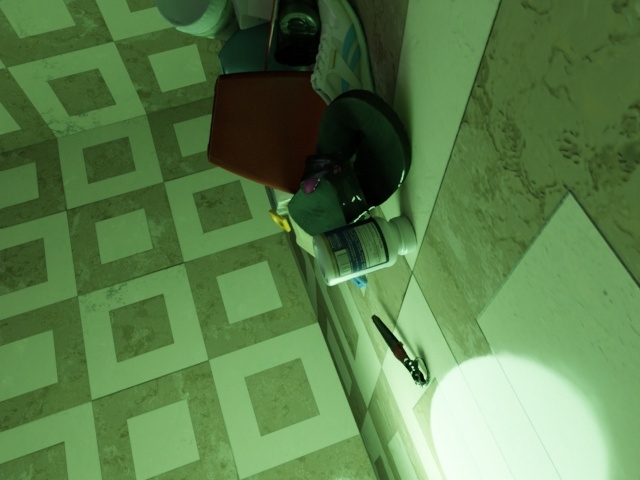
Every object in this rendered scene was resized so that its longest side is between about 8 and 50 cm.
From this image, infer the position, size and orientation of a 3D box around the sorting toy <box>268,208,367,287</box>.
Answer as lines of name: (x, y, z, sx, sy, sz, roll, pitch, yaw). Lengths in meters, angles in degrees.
sorting toy: (0.000, 0.000, 1.405, 0.347, 0.047, 0.196, 36, 164, 16)

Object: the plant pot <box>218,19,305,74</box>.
plant pot: (-0.169, -0.470, 1.409, 0.290, 0.195, 0.290, 162, 90, -82)

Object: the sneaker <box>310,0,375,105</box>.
sneaker: (0.028, -0.299, 0.857, 0.087, 0.092, 0.229, -135, 30, -75)

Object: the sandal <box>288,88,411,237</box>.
sandal: (0.029, -0.085, 0.904, 0.167, 0.107, 0.446, 36, 153, 3)

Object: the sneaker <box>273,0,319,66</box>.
sneaker: (-0.043, -0.453, 1.073, 0.267, 0.101, 0.106, 151, 121, -80)

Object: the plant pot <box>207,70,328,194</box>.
plant pot: (-0.129, -0.256, 1.153, 0.267, 0.236, 0.267, -134, 52, -70)

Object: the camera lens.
camera lens: (-0.291, -0.672, 1.402, 0.274, 0.219, 0.219, -27, -78, -61)

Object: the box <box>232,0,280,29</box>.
box: (-0.157, -0.625, 1.235, 0.091, 0.130, 0.170, -177, 70, -81)

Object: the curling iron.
curling iron: (0.181, 0.243, 1.177, 0.274, 0.035, 0.068, -127, 25, -64)

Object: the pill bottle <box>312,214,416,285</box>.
pill bottle: (0.078, 0.012, 0.901, 0.094, 0.169, 0.094, 163, 90, -81)

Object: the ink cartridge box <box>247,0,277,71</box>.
ink cartridge box: (-0.114, -0.519, 1.043, 0.296, 0.066, 0.261, -173, 93, -81)

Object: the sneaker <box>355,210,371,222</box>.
sneaker: (0.040, -0.086, 1.155, 0.078, 0.106, 0.234, 86, 164, -61)

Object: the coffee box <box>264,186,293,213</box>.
coffee box: (-0.066, -0.158, 1.486, 0.297, 0.168, 0.119, 135, 117, -81)
